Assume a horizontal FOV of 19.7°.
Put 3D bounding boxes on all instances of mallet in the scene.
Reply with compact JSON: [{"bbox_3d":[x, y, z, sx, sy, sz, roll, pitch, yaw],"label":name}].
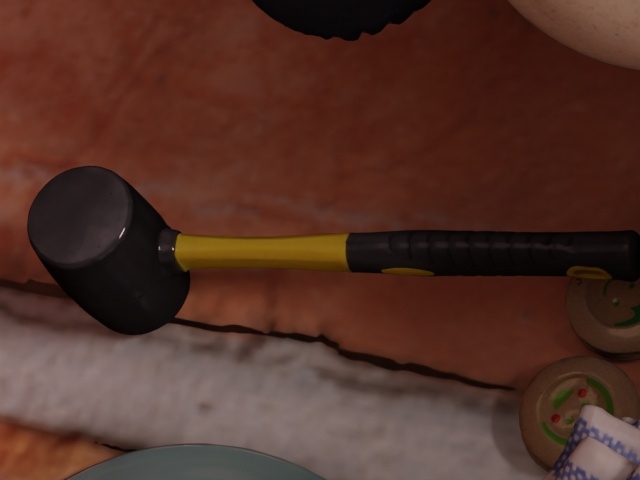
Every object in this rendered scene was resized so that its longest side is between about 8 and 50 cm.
[{"bbox_3d":[0.000,0.000,0.561,0.190,0.062,0.039,-3,64,24],"label":"mallet"}]

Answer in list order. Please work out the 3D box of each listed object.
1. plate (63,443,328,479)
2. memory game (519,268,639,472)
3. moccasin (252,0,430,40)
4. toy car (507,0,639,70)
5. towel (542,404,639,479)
[{"bbox_3d":[-0.050,0.148,0.544,0.188,0.024,0.188,-7,65,16],"label":"plate"},{"bbox_3d":[0.146,0.053,0.519,0.186,0.012,0.186,-7,65,17],"label":"memory game"},{"bbox_3d":[-0.015,-0.198,0.636,0.138,0.117,0.342,-15,58,0],"label":"moccasin"},{"bbox_3d":[0.137,-0.146,0.507,0.210,0.238,0.219,-26,106,14],"label":"toy car"},{"bbox_3d":[0.073,0.208,0.426,0.209,0.034,0.285,36,101,29],"label":"towel"}]
